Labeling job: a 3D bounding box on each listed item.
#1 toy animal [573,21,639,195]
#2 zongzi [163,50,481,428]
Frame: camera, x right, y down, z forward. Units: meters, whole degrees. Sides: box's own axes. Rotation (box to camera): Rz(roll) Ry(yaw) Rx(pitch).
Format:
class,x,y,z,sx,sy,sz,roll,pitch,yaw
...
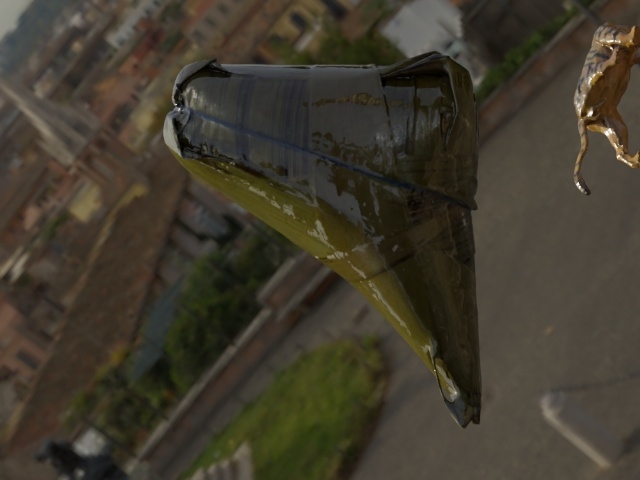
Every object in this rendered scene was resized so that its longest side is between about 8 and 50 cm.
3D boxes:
class,x,y,z,sx,sy,sz,roll,pitch,yaw
toy animal,0.344,-0.173,1.597,0.116,0.114,0.255,-5,53,54
zongzi,0.000,0.000,1.049,0.123,0.260,0.289,47,-135,-78
